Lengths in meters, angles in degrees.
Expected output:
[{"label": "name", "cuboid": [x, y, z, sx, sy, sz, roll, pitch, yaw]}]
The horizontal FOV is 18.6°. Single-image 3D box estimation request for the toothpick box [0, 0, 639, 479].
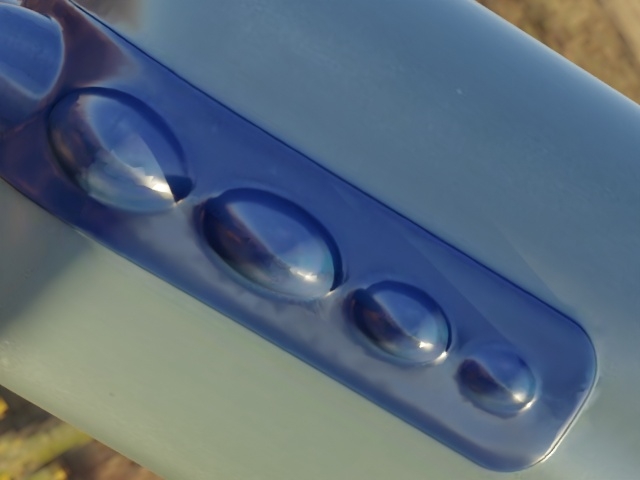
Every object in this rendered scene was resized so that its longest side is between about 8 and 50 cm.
[{"label": "toothpick box", "cuboid": [0.000, 0.000, 0.778, 0.354, 0.263, 0.263, 31, 21, -16]}]
